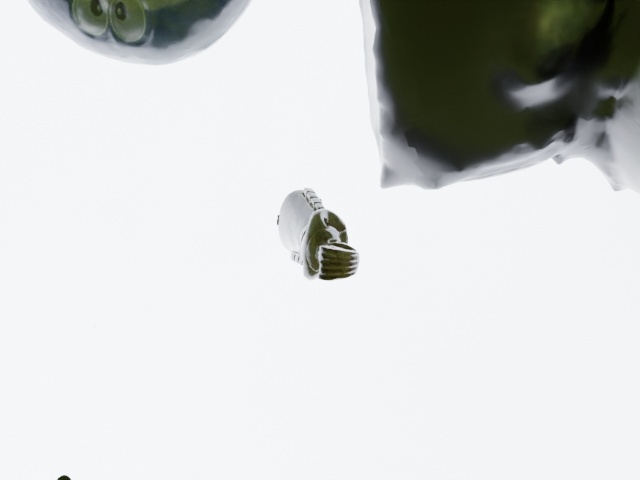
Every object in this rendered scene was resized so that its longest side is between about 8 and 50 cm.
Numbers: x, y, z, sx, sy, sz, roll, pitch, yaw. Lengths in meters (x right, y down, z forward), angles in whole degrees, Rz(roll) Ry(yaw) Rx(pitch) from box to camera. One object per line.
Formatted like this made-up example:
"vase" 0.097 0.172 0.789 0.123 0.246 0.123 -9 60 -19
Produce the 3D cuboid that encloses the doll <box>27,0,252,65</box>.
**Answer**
"doll" -0.124 -0.256 0.783 0.228 0.154 0.259 11 -88 4

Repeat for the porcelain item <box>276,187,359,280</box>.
"porcelain item" 0.000 0.000 1.184 0.054 0.213 0.084 1 -78 -13

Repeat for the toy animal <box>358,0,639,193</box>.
"toy animal" 0.179 -0.139 0.678 0.309 0.251 0.251 -4 -94 -1

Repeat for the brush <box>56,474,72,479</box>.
"brush" -0.276 0.291 1.194 0.024 0.008 0.083 2 -114 -5
